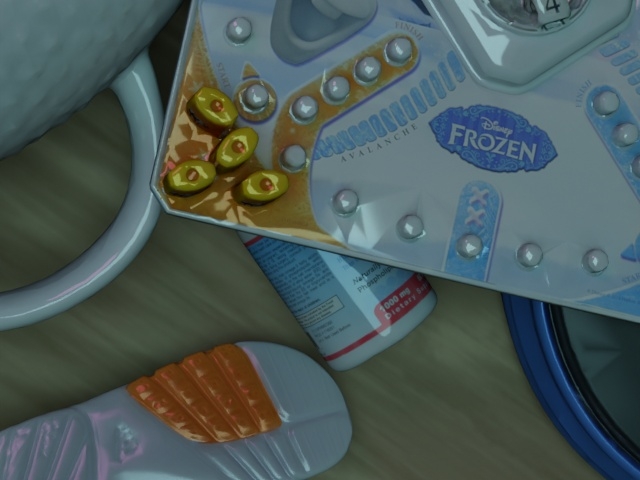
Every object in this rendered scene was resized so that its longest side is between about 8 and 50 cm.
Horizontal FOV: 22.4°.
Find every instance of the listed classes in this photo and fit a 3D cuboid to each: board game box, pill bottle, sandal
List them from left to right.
[{"bbox_3d":[-0.113,0.139,1.079,0.265,0.076,0.102,-13,73,-13],"label":"sandal"},{"bbox_3d":[0.000,0.000,1.068,0.087,0.087,0.160,-35,95,1],"label":"pill bottle"},{"bbox_3d":[0.128,-0.165,0.974,0.390,0.050,0.390,13,85,-10],"label":"board game box"}]

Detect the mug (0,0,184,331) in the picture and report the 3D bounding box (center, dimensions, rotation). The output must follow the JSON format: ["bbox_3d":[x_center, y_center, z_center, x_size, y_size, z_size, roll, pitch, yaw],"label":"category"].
[{"bbox_3d":[-0.233,-0.123,0.963,0.328,0.276,0.374,-27,103,-16],"label":"mug"}]

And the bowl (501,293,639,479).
[{"bbox_3d":[0.317,0.012,1.086,0.391,0.077,0.391,0,94,-2],"label":"bowl"}]
